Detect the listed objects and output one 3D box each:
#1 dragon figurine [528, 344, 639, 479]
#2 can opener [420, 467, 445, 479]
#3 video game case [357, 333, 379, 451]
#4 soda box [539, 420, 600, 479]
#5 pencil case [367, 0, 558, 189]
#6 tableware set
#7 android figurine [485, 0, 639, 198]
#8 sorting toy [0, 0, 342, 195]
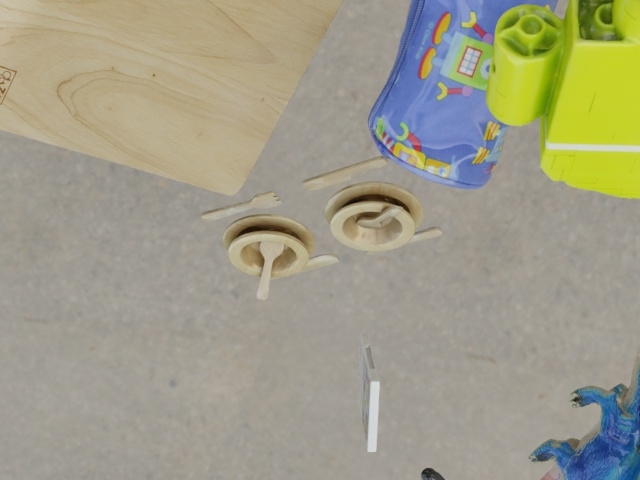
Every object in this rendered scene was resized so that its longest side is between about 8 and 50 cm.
[{"bbox_3d":[0.308,0.218,0.999,0.144,0.085,0.289,45,109,39],"label":"dragon figurine"},{"bbox_3d":[0.195,0.384,1.343,0.186,0.073,0.059,58,162,-7],"label":"can opener"},{"bbox_3d":[0.054,0.170,1.133,0.011,0.122,0.087,1,110,-3],"label":"video game case"},{"bbox_3d":[0.408,0.343,1.453,0.083,0.092,0.263,35,106,-18],"label":"soda box"},{"bbox_3d":[0.130,-0.197,0.834,0.133,0.119,0.306,10,113,-15],"label":"pencil case"},{"bbox_3d":[0.000,0.000,0.896,0.194,0.039,0.128,-16,142,25],"label":"tableware set"},{"bbox_3d":[0.231,-0.096,0.635,0.248,0.056,0.273,1,159,7],"label":"android figurine"},{"bbox_3d":[-0.113,-0.185,0.683,0.089,0.257,0.255,41,107,40],"label":"sorting toy"}]
